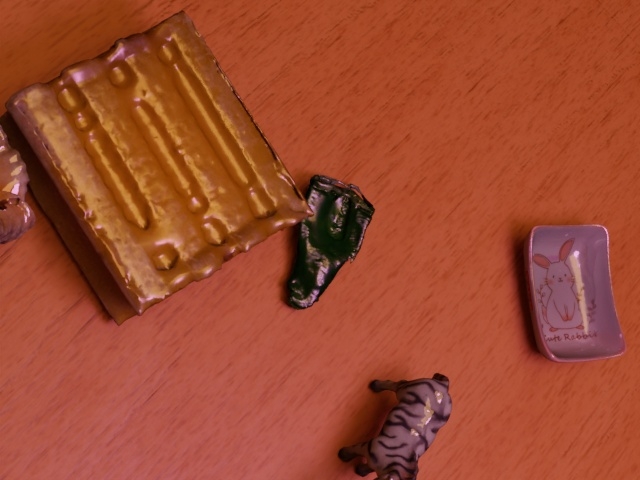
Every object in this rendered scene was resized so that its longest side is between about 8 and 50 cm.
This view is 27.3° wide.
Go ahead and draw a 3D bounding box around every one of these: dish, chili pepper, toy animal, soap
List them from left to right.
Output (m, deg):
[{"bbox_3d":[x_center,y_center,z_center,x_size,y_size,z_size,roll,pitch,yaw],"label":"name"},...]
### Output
[{"bbox_3d":[-0.220,-0.094,1.738,0.293,0.156,0.335,-35,95,-26],"label":"soap"},{"bbox_3d":[0.001,-0.001,1.883,0.108,0.062,0.216,28,67,-12],"label":"chili pepper"},{"bbox_3d":[0.095,0.284,1.802,0.090,0.170,0.255,42,45,-18],"label":"toy animal"},{"bbox_3d":[0.380,0.085,2.044,0.151,0.077,0.212,-2,79,-26],"label":"dish"}]

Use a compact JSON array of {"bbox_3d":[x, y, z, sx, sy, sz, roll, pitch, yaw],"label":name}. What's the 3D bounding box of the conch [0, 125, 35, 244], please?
[{"bbox_3d":[-0.524,-0.078,1.562,0.352,0.210,0.297,22,62,-57],"label":"conch"}]
